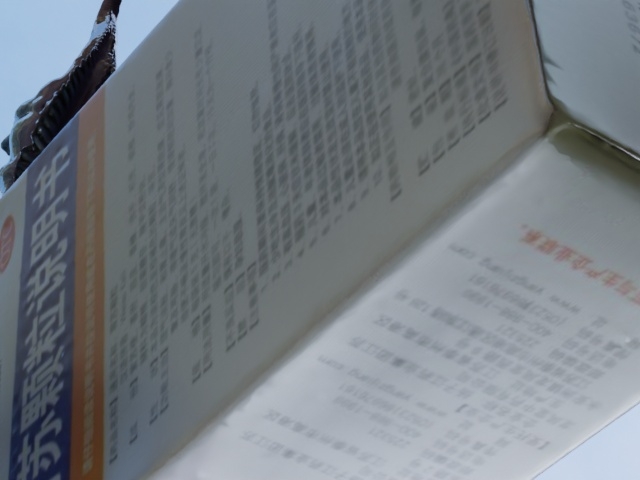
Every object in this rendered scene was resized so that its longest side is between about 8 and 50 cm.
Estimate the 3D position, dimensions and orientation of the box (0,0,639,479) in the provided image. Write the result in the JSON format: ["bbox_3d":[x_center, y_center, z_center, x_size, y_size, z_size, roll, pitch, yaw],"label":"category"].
[{"bbox_3d":[0.000,0.000,0.652,0.299,0.106,0.200,-43,-145,35],"label":"box"}]

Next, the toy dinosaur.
[{"bbox_3d":[-0.120,-0.043,0.891,0.045,0.080,0.197,28,-111,-14],"label":"toy dinosaur"}]
